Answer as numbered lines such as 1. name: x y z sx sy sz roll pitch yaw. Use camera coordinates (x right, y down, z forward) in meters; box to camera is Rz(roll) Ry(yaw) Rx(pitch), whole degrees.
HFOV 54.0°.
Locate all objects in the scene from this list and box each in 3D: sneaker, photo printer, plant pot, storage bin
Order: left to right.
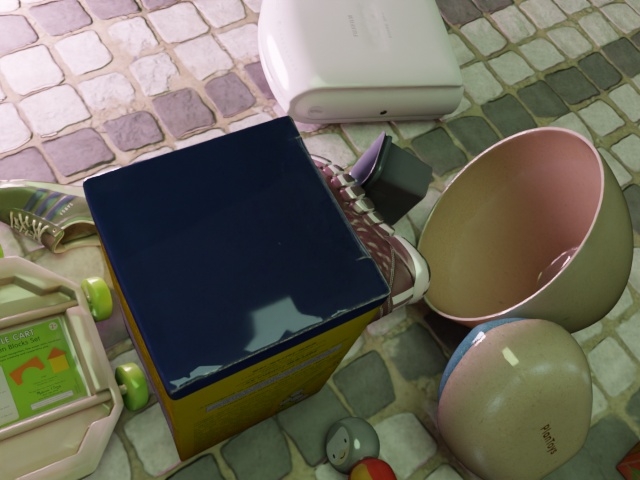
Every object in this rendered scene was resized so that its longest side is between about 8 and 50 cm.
1. sneaker: -0.352 -0.025 0.814 0.192 0.064 0.086 2 58 -15
2. sneaker: 0.000 0.000 0.829 0.162 0.106 0.281 -30 62 -35
3. photo printer: 0.054 -0.313 1.028 0.307 0.107 0.256 -5 64 -15
4. storage bin: 0.094 -0.075 0.906 0.091 0.135 0.098 25 60 -10
5. plant pot: 0.296 0.019 0.842 0.191 0.284 0.284 33 57 -26

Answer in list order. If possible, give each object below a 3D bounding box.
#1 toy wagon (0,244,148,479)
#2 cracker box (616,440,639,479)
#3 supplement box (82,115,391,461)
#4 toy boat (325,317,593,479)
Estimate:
1. toy wagon: -0.360 0.115 0.695 0.267 0.068 0.344 -14 71 -40
2. cracker box: 0.504 0.341 0.761 0.067 0.156 0.232 -32 74 -25
3. supplement box: -0.095 0.073 0.653 0.195 0.356 0.194 -22 70 -20
4. toy boat: 0.163 0.207 0.738 0.318 0.267 0.148 -29 40 -6
